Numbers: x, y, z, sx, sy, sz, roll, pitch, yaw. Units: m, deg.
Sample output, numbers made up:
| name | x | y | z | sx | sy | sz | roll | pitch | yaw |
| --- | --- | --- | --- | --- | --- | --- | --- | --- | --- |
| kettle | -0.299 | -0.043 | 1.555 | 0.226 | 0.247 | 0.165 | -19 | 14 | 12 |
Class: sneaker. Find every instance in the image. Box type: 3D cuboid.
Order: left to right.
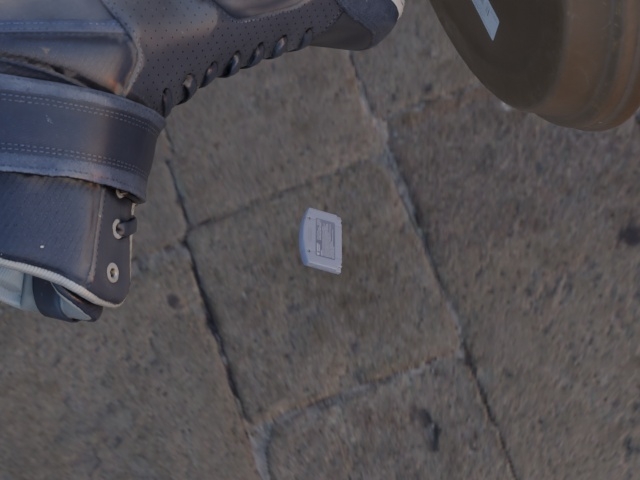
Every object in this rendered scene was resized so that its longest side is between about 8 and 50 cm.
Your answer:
| name | x | y | z | sx | sy | sz | roll | pitch | yaw |
| --- | --- | --- | --- | --- | --- | --- | --- | --- | --- |
| sneaker | -0.060 | -0.050 | 0.473 | 0.086 | 0.226 | 0.163 | -2 | 85 | 47 |

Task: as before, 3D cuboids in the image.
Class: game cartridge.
| name | x | y | z | sx | sy | sz | roll | pitch | yaw |
| --- | --- | --- | --- | --- | --- | --- | --- | --- | --- |
| game cartridge | 0.000 | 0.000 | 1.588 | 0.056 | 0.017 | 0.083 | 18 | 53 | -24 |

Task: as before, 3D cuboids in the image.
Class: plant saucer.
| name | x | y | z | sx | sy | sz | roll | pitch | yaw |
| --- | --- | --- | --- | --- | --- | --- | --- | --- | --- |
| plant saucer | 0.084 | -0.181 | 0.632 | 0.041 | 0.278 | 0.278 | -21 | 70 | -8 |
